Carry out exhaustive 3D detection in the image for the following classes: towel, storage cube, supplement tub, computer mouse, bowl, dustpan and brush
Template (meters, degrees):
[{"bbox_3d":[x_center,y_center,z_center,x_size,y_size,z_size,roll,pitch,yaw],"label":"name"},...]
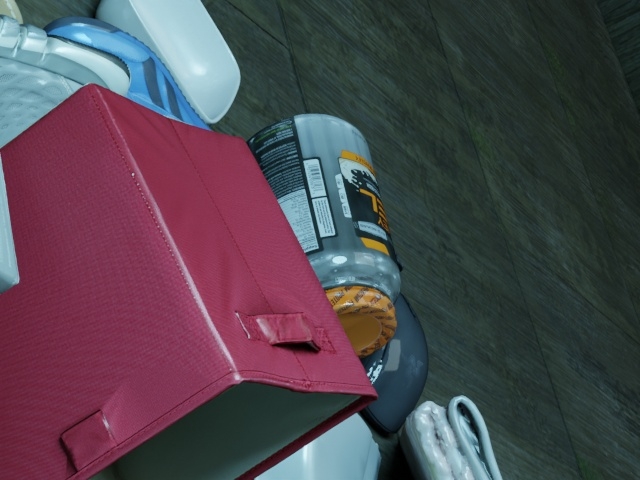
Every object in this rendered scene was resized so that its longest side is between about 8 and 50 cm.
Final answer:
[{"bbox_3d":[0.147,0.287,1.524,0.317,0.053,0.331,87,-18,-80],"label":"towel"},{"bbox_3d":[-0.118,0.053,1.099,0.184,0.215,0.193,15,44,-63],"label":"storage cube"},{"bbox_3d":[0.000,0.000,1.579,0.117,0.117,0.190,38,32,-50],"label":"supplement tub"},{"bbox_3d":[0.039,0.036,1.712,0.184,0.060,0.262,51,23,-32],"label":"computer mouse"},{"bbox_3d":[-0.129,-0.158,1.551,0.142,0.053,0.142,56,21,-16],"label":"bowl"},{"bbox_3d":[-0.025,0.149,1.409,0.211,0.060,0.147,65,30,-41],"label":"dustpan and brush"}]

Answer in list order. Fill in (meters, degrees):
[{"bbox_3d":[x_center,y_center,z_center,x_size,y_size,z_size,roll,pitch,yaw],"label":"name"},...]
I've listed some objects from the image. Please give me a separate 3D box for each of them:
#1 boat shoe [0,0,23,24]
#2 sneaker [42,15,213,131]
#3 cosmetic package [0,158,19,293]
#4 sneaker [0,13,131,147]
[{"bbox_3d":[-0.284,-0.244,1.191,0.341,0.110,0.121,53,22,-26],"label":"boat shoe"},{"bbox_3d":[-0.134,-0.079,1.420,0.209,0.069,0.082,49,28,-34],"label":"sneaker"},{"bbox_3d":[-0.273,-0.035,0.940,0.238,0.127,0.107,33,35,-51],"label":"cosmetic package"},{"bbox_3d":[-0.235,-0.082,1.159,0.229,0.132,0.086,18,0,-24],"label":"sneaker"}]
